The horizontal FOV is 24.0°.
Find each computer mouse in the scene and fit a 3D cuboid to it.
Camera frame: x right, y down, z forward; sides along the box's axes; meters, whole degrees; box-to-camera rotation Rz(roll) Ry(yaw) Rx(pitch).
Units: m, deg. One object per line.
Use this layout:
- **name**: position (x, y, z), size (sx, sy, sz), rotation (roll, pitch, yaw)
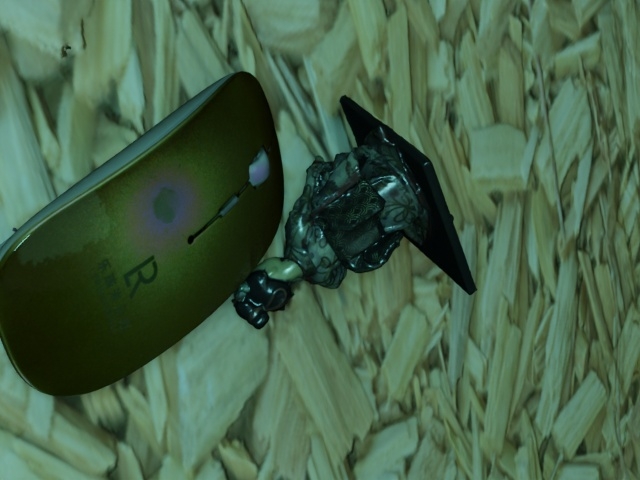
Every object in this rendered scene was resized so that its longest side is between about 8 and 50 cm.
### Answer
- **computer mouse**: position (-0.122, -0.009, 1.148), size (0.310, 0.072, 0.158), rotation (-42, 132, -37)

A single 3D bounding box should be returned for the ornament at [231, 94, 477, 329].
- **ornament**: position (0.000, 0.000, 1.303), size (0.196, 0.153, 0.166), rotation (-32, 127, -13)
